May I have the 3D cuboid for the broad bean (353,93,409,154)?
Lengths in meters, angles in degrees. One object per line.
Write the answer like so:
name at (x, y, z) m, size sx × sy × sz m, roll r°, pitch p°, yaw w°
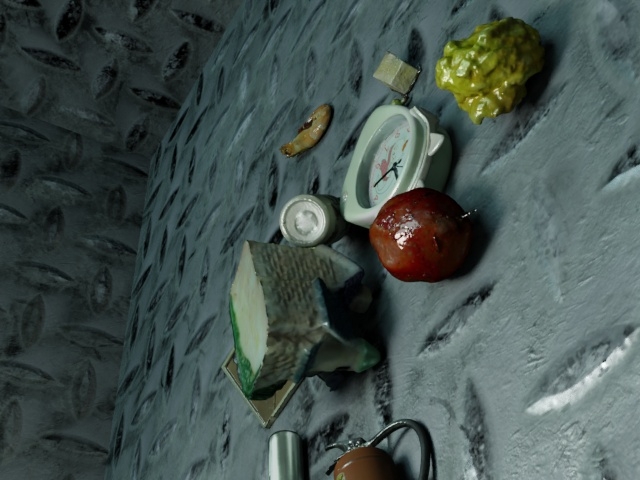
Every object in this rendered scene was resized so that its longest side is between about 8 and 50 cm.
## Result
broad bean at (0.138, -0.258, 2.122) m, size 0.213 × 0.048 × 0.070 m, roll -55°, pitch 23°, yaw 31°

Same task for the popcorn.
popcorn at (0.310, -0.312, 1.642) m, size 0.198 × 0.155 × 0.197 m, roll -35°, pitch 20°, yaw 15°

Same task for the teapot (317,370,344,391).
teapot at (0.021, 0.285, 1.946) m, size 0.088 × 0.066 × 0.057 m, roll 101°, pitch 152°, yaw -47°

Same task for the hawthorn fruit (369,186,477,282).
hawthorn fruit at (0.194, -0.018, 1.639) m, size 0.235 × 0.181 × 0.181 m, roll -32°, pitch 43°, yaw 56°

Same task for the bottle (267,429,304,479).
bottle at (-0.071, 0.528, 1.932) m, size 0.253 × 0.080 × 0.096 m, roll -95°, pitch -5°, yaw -46°

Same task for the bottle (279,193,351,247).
bottle at (0.003, -0.048, 2.058) m, size 0.120 × 0.120 × 0.253 m, roll -66°, pitch -14°, yaw 11°

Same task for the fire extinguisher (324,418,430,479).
fire extinguisher at (0.121, 0.448, 1.552) m, size 0.200 × 0.113 × 0.376 m, roll -22°, pitch 35°, yaw 2°

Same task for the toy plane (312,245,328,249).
toy plane at (0.000, 0.000, 2.241) m, size 0.102 × 0.040 × 0.111 m, roll -49°, pitch 27°, yaw 20°

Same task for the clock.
clock at (0.166, -0.145, 1.891) m, size 0.324 × 0.109 × 0.265 m, roll 16°, pitch 85°, yaw 67°

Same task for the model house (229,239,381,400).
model house at (-0.025, 0.163, 1.880) m, size 0.298 × 0.284 × 0.243 m, roll -105°, pitch 22°, yaw -43°

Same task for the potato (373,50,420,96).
potato at (0.178, -0.390, 2.125) m, size 0.086 × 0.061 × 0.122 m, roll -63°, pitch 24°, yaw 12°

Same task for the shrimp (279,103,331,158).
shrimp at (-0.040, -0.308, 2.567) m, size 0.236 × 0.053 × 0.133 m, roll -37°, pitch 42°, yaw 49°

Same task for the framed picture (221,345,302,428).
framed picture at (-0.121, 0.280, 2.181) m, size 0.211 × 0.020 × 0.289 m, roll 50°, pitch 123°, yaw 30°
